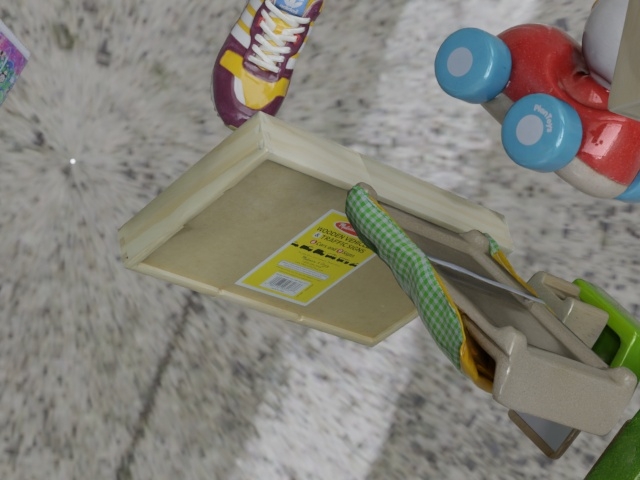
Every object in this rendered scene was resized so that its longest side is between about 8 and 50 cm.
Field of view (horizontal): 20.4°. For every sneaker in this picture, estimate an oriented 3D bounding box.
[{"bbox_3d":[-0.042,-0.180,1.524,0.070,0.084,0.185,21,64,-13],"label":"sneaker"}]

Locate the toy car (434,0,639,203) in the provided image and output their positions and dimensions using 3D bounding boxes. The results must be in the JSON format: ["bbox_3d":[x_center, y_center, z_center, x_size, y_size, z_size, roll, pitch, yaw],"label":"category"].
[{"bbox_3d":[0.279,-0.184,1.740,0.238,0.219,0.210,-52,55,17],"label":"toy car"}]

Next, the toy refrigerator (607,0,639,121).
[{"bbox_3d":[0.263,-0.200,1.078,0.094,0.102,0.269,15,80,-19],"label":"toy refrigerator"}]

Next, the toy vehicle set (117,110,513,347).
[{"bbox_3d":[0.000,0.000,1.362,0.267,0.166,0.035,21,45,-40],"label":"toy vehicle set"}]

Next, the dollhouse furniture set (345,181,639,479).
[{"bbox_3d":[0.124,0.105,1.245,0.301,0.197,0.151,21,109,-46],"label":"dollhouse furniture set"}]

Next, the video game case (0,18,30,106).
[{"bbox_3d":[-0.236,-0.090,0.961,0.143,0.019,0.157,-63,143,-19],"label":"video game case"}]
